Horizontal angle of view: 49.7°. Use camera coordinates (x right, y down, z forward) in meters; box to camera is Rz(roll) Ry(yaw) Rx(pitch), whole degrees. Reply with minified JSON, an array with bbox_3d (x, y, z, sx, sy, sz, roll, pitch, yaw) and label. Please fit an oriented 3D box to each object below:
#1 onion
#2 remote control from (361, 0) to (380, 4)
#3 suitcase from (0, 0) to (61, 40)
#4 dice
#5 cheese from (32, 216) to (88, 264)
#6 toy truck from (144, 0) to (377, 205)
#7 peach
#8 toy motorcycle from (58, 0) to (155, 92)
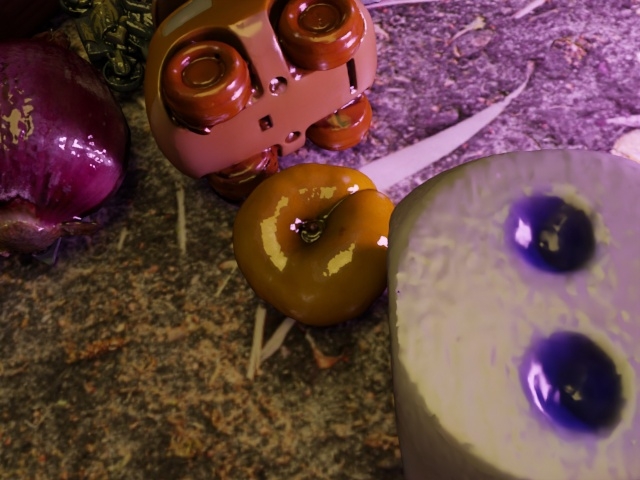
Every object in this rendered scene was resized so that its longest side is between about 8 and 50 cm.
[{"bbox_3d":[-0.368,-0.159,0.790,0.267,0.159,0.348,-19,59,8],"label":"onion"},{"bbox_3d":[-0.016,-0.347,0.911,0.248,0.052,0.104,-6,65,4],"label":"remote control"},{"bbox_3d":[-0.393,-0.429,0.893,0.161,0.236,0.297,31,71,20],"label":"suitcase"},{"bbox_3d":[0.184,0.094,0.563,0.243,0.259,0.251,-4,65,8],"label":"dice"},{"bbox_3d":[-0.304,-0.032,0.808,0.067,0.026,0.120,24,70,18],"label":"cheese"},{"bbox_3d":[-0.062,-0.195,0.759,0.288,0.204,0.211,-28,62,-7],"label":"toy truck"},{"bbox_3d":[0.000,0.000,0.714,0.179,0.103,0.179,-2,62,4],"label":"peach"},{"bbox_3d":[-0.254,-0.277,0.902,0.124,0.061,0.193,-27,70,-17],"label":"toy motorcycle"}]
